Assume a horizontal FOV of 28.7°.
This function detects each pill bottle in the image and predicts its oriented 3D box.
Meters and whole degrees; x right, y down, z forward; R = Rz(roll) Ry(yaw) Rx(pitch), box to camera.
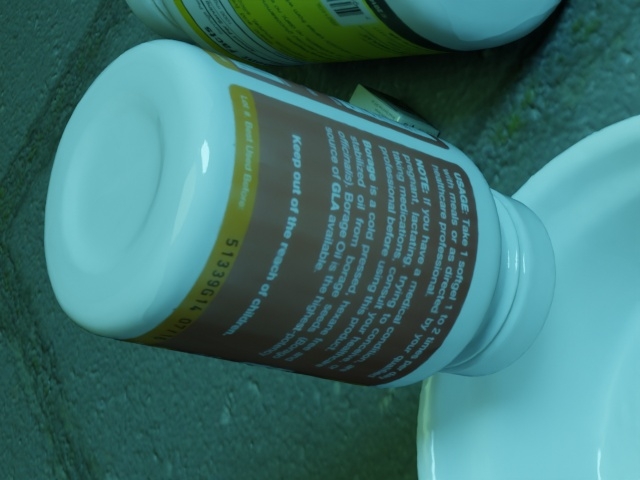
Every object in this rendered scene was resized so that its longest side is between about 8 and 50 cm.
[{"bbox_3d":[-0.001,-0.216,0.860,0.334,0.188,0.188,6,82,50],"label":"pill bottle"},{"bbox_3d":[0.000,0.000,0.549,0.121,0.216,0.121,-21,62,45],"label":"pill bottle"}]

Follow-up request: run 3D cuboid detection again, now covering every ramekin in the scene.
[{"bbox_3d":[0.188,0.088,0.575,0.277,0.135,0.277,-20,64,46],"label":"ramekin"}]

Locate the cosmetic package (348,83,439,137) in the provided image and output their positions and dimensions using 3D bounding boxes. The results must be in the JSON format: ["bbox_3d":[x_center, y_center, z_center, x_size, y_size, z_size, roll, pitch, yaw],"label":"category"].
[{"bbox_3d":[0.029,-0.045,0.882,0.060,0.041,0.115,43,111,47],"label":"cosmetic package"}]
